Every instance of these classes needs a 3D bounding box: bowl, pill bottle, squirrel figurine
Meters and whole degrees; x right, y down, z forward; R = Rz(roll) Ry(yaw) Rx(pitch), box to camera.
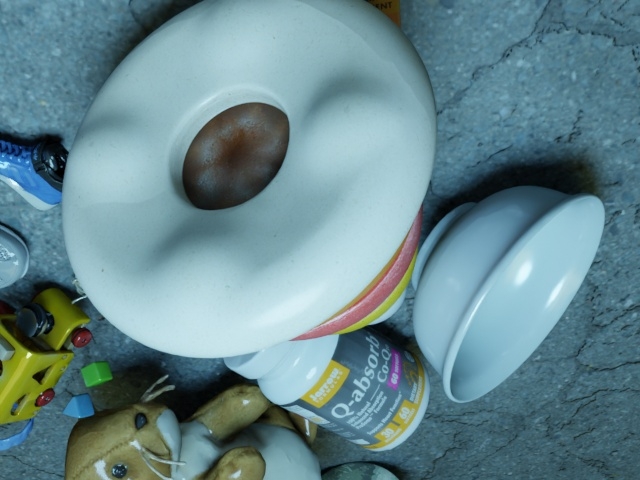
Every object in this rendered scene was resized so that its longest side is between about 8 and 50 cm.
[{"bbox_3d":[0.209,0.044,0.875,0.298,0.134,0.298,-32,142,-29],"label":"bowl"},{"bbox_3d":[0.010,0.179,0.995,0.278,0.162,0.162,33,121,-28],"label":"pill bottle"},{"bbox_3d":[-0.211,0.365,1.044,0.370,0.281,0.397,16,138,-31],"label":"squirrel figurine"}]

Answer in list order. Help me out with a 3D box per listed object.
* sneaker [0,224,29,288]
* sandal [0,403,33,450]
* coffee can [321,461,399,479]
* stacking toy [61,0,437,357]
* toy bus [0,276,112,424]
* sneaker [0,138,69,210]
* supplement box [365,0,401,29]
[{"bbox_3d":[-0.492,0.019,0.822,0.281,0.115,0.105,11,104,-30],"label":"sneaker"},{"bbox_3d":[-0.574,0.305,1.093,0.317,0.126,0.138,-27,131,20],"label":"sandal"},{"bbox_3d":[0.086,0.578,1.313,0.201,0.201,0.275,-10,130,4],"label":"coffee can"},{"bbox_3d":[0.000,0.000,0.764,0.350,0.350,0.480,-22,151,14],"label":"stacking toy"},{"bbox_3d":[-0.388,0.141,0.917,0.191,0.202,0.104,-12,172,19],"label":"toy bus"},{"bbox_3d":[-0.343,-0.099,0.800,0.084,0.058,0.152,-27,131,25],"label":"sneaker"},{"bbox_3d":[0.026,-0.305,0.641,0.078,0.080,0.233,-8,129,3],"label":"supplement box"}]
